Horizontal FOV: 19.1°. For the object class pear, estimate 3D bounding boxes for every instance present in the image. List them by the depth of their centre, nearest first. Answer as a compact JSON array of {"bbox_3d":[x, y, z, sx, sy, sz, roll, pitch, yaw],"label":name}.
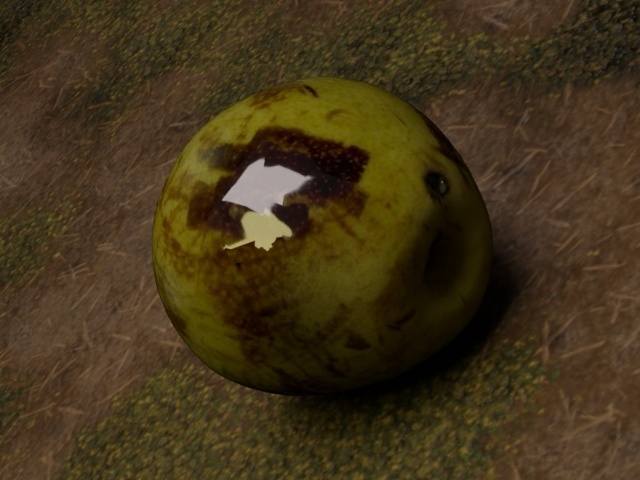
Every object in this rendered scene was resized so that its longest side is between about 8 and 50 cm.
[{"bbox_3d":[0.000,0.000,1.584,0.284,0.283,0.283,-29,31,19],"label":"pear"}]
